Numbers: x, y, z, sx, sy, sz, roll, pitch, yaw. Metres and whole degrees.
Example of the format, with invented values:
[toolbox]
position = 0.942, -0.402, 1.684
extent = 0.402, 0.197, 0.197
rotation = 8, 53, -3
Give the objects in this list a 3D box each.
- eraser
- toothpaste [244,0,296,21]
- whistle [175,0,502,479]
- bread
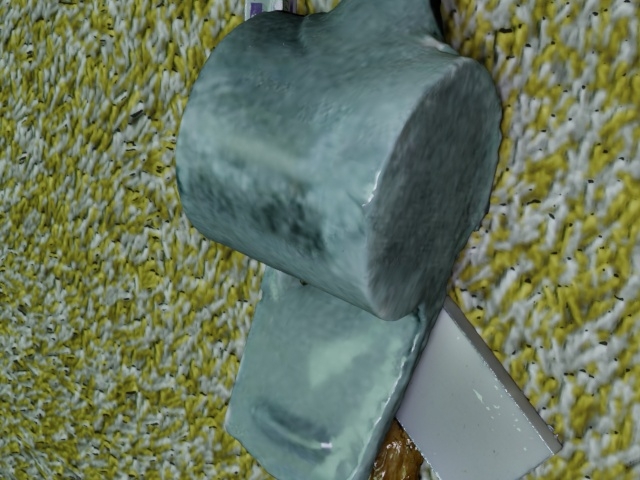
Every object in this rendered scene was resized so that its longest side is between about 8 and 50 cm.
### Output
[eraser]
position = 0.111, 0.132, 0.739
extent = 0.104, 0.023, 0.150
rotation = -45, 72, 31
[toothpaste]
position = -0.042, -0.160, 0.781
extent = 0.040, 0.047, 0.196
rotation = 7, 104, 21
[whistle]
position = 0.016, 0.001, 0.705
extent = 0.168, 0.188, 0.405
rotation = 23, 130, 29
[bread]
position = 0.025, 0.205, 0.808
extent = 0.129, 0.044, 0.126
rotation = 23, 111, 34
